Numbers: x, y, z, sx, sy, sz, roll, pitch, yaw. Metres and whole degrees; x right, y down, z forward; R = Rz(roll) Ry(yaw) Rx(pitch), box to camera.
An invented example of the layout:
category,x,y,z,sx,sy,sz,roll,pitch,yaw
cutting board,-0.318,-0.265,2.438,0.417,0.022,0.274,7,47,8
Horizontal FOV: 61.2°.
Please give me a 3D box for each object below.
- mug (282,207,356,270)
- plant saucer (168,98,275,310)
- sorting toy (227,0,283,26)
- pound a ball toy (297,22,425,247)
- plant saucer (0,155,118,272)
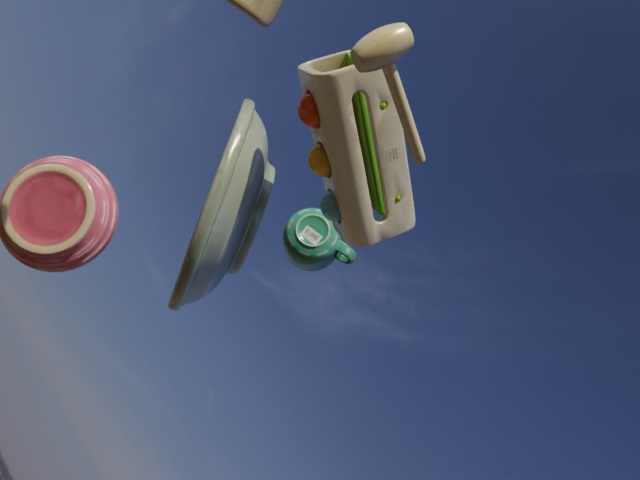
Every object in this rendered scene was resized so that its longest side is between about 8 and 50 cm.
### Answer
category,x,y,z,sx,sy,sz,roll,pitch,yaw
mug,-0.005,-0.008,1.186,0.097,0.157,0.130,98,-17,-70
plant saucer,-0.166,-0.052,0.990,0.100,0.401,0.401,21,-42,-12
sorting toy,-0.100,-0.366,0.576,0.208,0.193,0.038,29,-6,-27
pound a ball toy,0.052,-0.141,0.785,0.208,0.135,0.320,-126,-161,-60
plant saucer,-0.737,-0.080,1.496,0.332,0.332,0.084,57,-7,7
